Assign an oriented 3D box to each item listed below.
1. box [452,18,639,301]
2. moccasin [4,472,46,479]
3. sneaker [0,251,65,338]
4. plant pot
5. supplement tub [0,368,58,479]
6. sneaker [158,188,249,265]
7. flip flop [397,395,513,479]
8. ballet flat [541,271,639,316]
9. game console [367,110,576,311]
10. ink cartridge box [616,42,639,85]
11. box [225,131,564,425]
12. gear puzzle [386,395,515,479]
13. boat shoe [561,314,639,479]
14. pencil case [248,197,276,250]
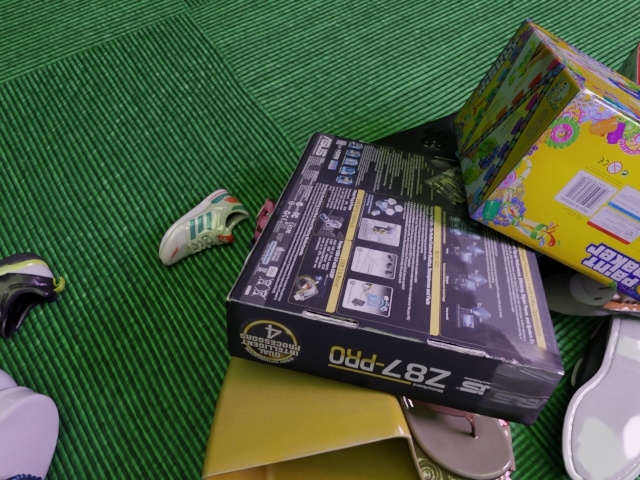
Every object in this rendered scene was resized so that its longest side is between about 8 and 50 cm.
[{"bbox_3d":[0.351,-0.105,0.643,0.290,0.177,0.279,25,37,-9],"label":"box"},{"bbox_3d":[-0.200,0.349,0.477,0.342,0.137,0.116,40,84,22],"label":"moccasin"},{"bbox_3d":[-0.487,0.106,0.710,0.235,0.084,0.097,-35,72,-18],"label":"sneaker"},{"bbox_3d":[-0.006,0.203,0.617,0.213,0.212,0.187,-14,49,6],"label":"plant pot"},{"bbox_3d":[-0.504,0.232,0.568,0.317,0.228,0.228,13,64,4],"label":"supplement tub"},{"bbox_3d":[-0.183,-0.012,0.799,0.075,0.057,0.161,34,64,18],"label":"sneaker"},{"bbox_3d":[0.154,0.183,0.669,0.112,0.080,0.276,-19,64,-12],"label":"flip flop"},{"bbox_3d":[0.414,0.069,0.698,0.214,0.068,0.072,6,57,4],"label":"ballet flat"},{"bbox_3d":[0.279,-0.055,0.827,0.342,0.060,0.386,-19,64,-18],"label":"game console"},{"bbox_3d":[0.656,-0.166,0.884,0.272,0.130,0.309,16,64,3],"label":"ink cartridge box"},{"bbox_3d":[0.097,0.006,0.629,0.319,0.097,0.394,10,37,6],"label":"box"},{"bbox_3d":[0.179,0.207,0.729,0.176,0.044,0.338,3,61,0],"label":"gear puzzle"},{"bbox_3d":[0.417,0.216,0.706,0.114,0.091,0.302,31,66,22],"label":"boat shoe"},{"bbox_3d":[0.000,0.000,0.782,0.210,0.098,0.095,16,64,3],"label":"pencil case"}]
